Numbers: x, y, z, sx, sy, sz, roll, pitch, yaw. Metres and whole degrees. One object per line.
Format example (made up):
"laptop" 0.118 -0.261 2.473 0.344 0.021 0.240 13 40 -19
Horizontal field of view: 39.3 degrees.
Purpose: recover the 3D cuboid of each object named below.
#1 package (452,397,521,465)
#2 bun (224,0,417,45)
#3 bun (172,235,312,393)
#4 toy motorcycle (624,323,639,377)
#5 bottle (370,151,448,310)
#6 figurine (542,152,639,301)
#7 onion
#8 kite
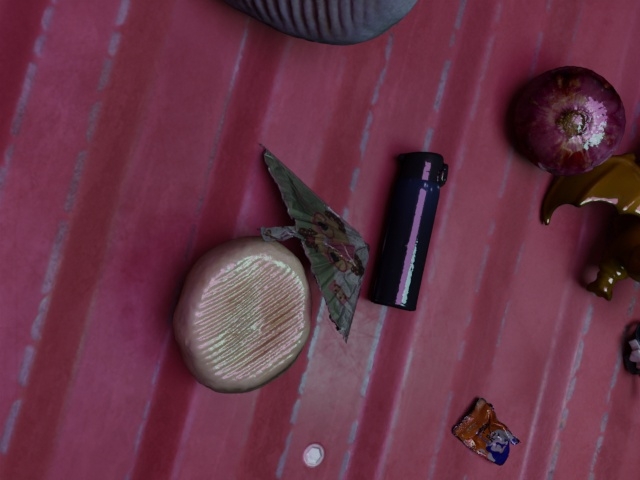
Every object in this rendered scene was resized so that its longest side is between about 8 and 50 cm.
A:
"package" 0.278 0.319 1.483 0.110 0.033 0.077 41 100 -7
"bun" -0.012 -0.424 1.157 0.362 0.361 0.211 50 49 -18
"bun" -0.114 0.099 1.247 0.222 0.127 0.223 -7 106 -25
"toy motorcycle" 0.651 0.216 1.615 0.221 0.102 0.150 1 72 -27
"bottle" 0.138 -0.016 1.376 0.082 0.072 0.245 10 87 18
"figurine" 0.626 -0.041 1.458 0.387 0.401 0.268 -55 131 -6
"onion" 0.400 -0.193 1.449 0.177 0.153 0.177 -4 103 -16
"kite" 0.000 0.000 1.280 0.267 0.013 0.323 9 52 -52
